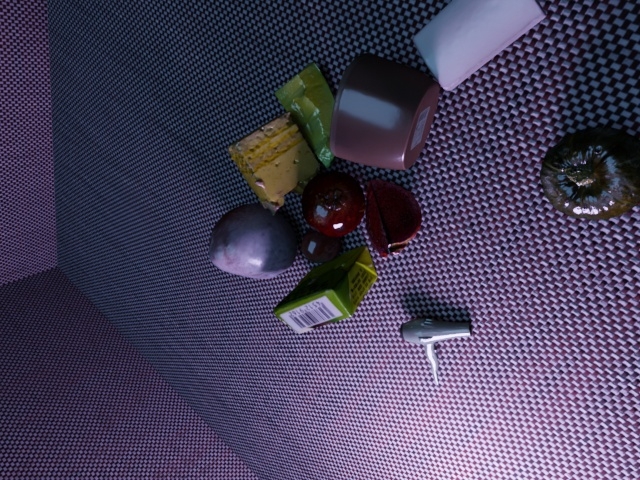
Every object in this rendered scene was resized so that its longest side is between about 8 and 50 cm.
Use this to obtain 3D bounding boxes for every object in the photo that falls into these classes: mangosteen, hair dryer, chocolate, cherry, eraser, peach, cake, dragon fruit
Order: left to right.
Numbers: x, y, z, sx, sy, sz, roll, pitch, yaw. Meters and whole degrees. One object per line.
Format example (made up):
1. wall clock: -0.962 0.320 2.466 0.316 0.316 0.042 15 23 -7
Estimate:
1. cherry: -0.251 0.015 1.565 0.326 0.335 0.291 27 108 -2
2. cake: -0.144 -0.250 1.384 0.286 0.227 0.222 59 167 -17
3. peach: 0.000 0.000 1.482 0.152 0.152 0.152 14 115 32
4. chocolate: 0.030 0.177 1.439 0.301 0.289 0.137 -26 103 39
5. mangosteen: 0.043 -0.116 1.362 0.215 0.257 0.215 0 87 1
6. dragon fruit: 0.226 -0.058 1.280 0.189 0.163 0.262 -19 56 16
7. hair dryer: 0.422 0.357 1.367 0.229 0.092 0.267 -29 103 34
8. eraser: 0.385 -0.532 1.019 0.270 0.095 0.174 -34 86 39

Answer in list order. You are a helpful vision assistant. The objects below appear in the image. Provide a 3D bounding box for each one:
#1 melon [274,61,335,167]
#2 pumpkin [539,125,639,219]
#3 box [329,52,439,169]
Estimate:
1. melon: -0.024 -0.397 1.353 0.196 0.124 0.323 -23 97 45
2. pumpkin: 0.631 -0.152 0.947 0.223 0.157 0.224 22 122 41
3. box: 0.184 -0.346 1.130 0.216 0.301 0.301 22 120 21
